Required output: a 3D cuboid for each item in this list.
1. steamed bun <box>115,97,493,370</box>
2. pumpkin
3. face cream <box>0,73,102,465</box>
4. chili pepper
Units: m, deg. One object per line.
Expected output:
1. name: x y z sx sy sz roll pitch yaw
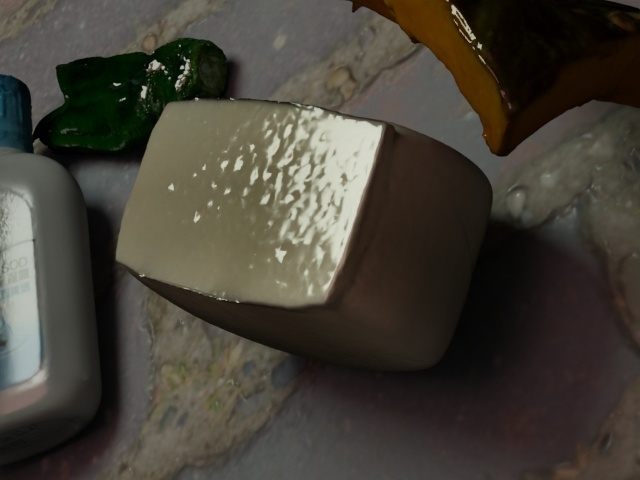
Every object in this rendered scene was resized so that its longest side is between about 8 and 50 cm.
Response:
1. steamed bun: 0.000 0.000 0.959 0.241 0.164 0.146 10 76 45
2. pumpkin: 0.102 -0.127 0.876 0.290 0.258 0.095 35 111 44
3. face cream: -0.261 0.013 1.238 0.163 0.080 0.337 -23 59 23
4. chili pepper: -0.174 -0.120 1.270 0.224 0.061 0.098 -6 71 40
